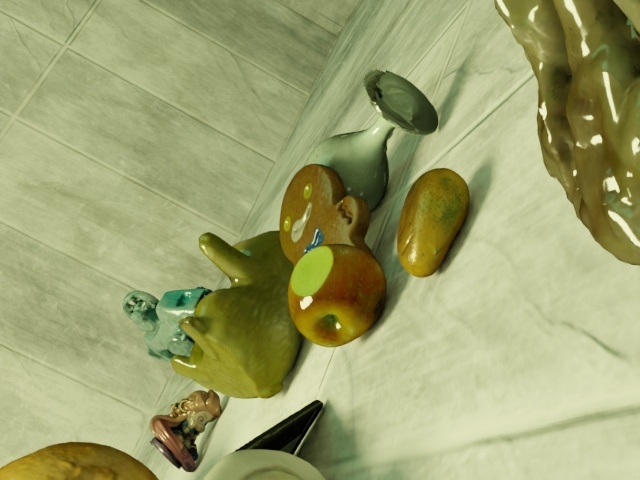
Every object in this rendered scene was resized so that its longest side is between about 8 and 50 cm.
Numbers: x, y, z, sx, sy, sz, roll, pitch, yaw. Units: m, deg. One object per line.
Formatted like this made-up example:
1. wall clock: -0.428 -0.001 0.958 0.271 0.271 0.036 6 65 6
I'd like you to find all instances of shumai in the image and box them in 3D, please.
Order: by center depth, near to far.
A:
1. shumai: 0.145 -0.088 0.331 0.184 0.185 0.218 -55 11 33

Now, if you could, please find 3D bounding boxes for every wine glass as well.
1. wine glass: 0.053 -0.113 1.069 0.241 0.126 0.126 -50 15 40

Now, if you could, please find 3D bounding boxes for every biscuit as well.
1. biscuit: 0.000 0.000 0.985 0.180 0.039 0.236 -58 38 32

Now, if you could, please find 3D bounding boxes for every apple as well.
1. apple: 0.020 0.062 0.836 0.114 0.099 0.102 -17 44 34

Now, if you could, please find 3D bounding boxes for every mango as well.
1. mango: 0.107 -0.018 0.736 0.079 0.057 0.114 -34 37 62

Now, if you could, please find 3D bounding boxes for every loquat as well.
1. loquat: -0.369 0.454 1.112 0.328 0.328 0.328 -59 10 17

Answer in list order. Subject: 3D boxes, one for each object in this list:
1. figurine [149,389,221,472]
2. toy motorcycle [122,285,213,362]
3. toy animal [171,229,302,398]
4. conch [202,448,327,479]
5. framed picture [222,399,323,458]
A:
1. figurine: -0.258 0.347 1.441 0.114 0.126 0.157 6 62 33
2. toy motorcycle: -0.240 0.174 1.463 0.154 0.260 0.206 -71 -28 -46
3. toy animal: -0.096 0.065 1.158 0.181 0.180 0.363 101 -176 -47
4. conch: -0.038 0.268 0.598 0.255 0.127 0.158 91 -167 -49
5. framed picture: -0.121 0.325 0.758 0.347 0.016 0.265 -60 -16 10
